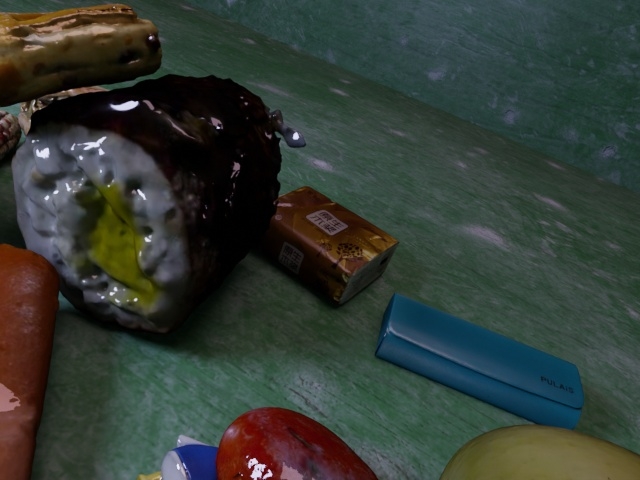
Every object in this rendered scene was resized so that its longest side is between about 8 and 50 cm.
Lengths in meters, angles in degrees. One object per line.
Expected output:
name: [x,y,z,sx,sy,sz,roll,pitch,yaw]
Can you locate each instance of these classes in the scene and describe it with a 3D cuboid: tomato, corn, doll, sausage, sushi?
tomato: [-0.003,0.232,0.432,0.173,0.099,0.189,16,44,-31]
corn: [-0.573,-0.147,0.790,0.079,0.079,0.237,10,35,-15]
doll: [-0.104,0.225,0.471,0.143,0.058,0.099,-5,29,-39]
sausage: [-0.316,0.137,0.454,0.097,0.094,0.348,9,38,-27]
sushi: [-0.210,-0.073,0.652,0.281,0.299,0.294,25,30,10]

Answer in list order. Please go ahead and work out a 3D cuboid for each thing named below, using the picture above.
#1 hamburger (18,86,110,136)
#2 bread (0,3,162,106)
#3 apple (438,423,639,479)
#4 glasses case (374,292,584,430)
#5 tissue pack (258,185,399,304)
hamburger: [-0.420,-0.219,0.902,0.286,0.146,0.243,16,13,22]
bread: [-0.327,-0.223,0.567,0.210,0.099,0.235,-29,29,-36]
apple: [0.216,0.290,0.373,0.257,0.233,0.295,20,31,9]
glasses case: [0.240,0.179,0.731,0.301,0.070,0.117,23,31,3]
tissue pack: [0.000,0.000,0.859,0.226,0.092,0.183,35,33,21]
